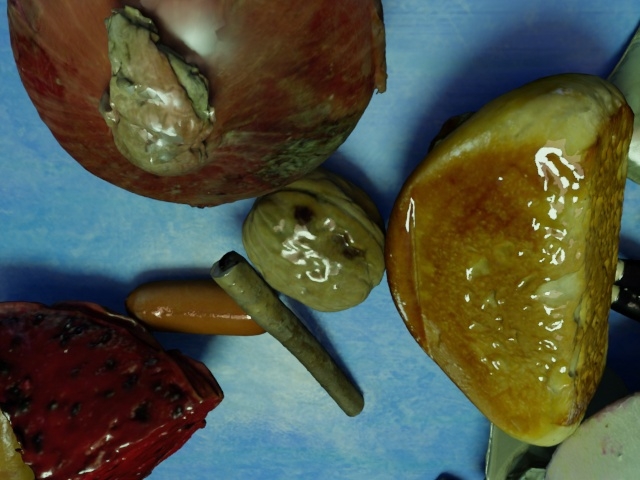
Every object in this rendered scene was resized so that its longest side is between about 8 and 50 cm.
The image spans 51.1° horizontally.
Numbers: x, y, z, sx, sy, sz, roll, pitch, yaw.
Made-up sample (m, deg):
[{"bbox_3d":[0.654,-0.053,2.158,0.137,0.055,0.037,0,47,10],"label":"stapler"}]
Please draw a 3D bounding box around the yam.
[{"bbox_3d":[-0.027,0.129,0.843,0.045,0.045,0.327,-53,130,-20],"label":"yam"}]

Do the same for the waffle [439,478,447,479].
[{"bbox_3d":[0.208,0.495,1.031,0.221,0.055,0.248,32,112,-10],"label":"waffle"}]

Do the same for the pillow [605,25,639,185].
[{"bbox_3d":[0.436,-0.100,0.709,0.302,0.075,0.185,34,98,12],"label":"pillow"}]

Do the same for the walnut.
[{"bbox_3d":[0.000,0.000,0.782,0.184,0.155,0.155,36,110,-12],"label":"walnut"}]

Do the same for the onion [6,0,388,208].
[{"bbox_3d":[-0.105,-0.196,0.635,0.353,0.353,0.354,1,113,3],"label":"onion"}]

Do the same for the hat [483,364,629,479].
[{"bbox_3d":[0.316,0.283,0.930,0.214,0.149,0.245,8,76,-5],"label":"hat"}]

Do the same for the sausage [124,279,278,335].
[{"bbox_3d":[-0.154,0.086,0.866,0.197,0.076,0.076,1,113,4],"label":"sausage"}]

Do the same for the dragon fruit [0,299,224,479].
[{"bbox_3d":[-0.286,0.206,0.907,0.228,0.286,0.329,-34,153,-19],"label":"dragon fruit"}]

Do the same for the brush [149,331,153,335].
[{"bbox_3d":[-0.241,0.154,0.936,0.051,0.014,0.164,0,112,2],"label":"brush"}]

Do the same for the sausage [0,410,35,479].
[{"bbox_3d":[-0.463,0.323,0.975,0.109,0.109,0.270,-3,110,5],"label":"sausage"}]

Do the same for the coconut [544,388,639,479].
[{"bbox_3d":[0.410,0.300,0.734,0.297,0.309,0.297,2,127,3],"label":"coconut"}]

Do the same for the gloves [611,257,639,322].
[{"bbox_3d":[0.472,0.077,0.783,0.301,0.152,0.197,14,80,10],"label":"gloves"}]

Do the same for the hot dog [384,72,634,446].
[{"bbox_3d":[0.199,0.019,0.741,0.223,0.185,0.405,11,119,33],"label":"hot dog"}]
